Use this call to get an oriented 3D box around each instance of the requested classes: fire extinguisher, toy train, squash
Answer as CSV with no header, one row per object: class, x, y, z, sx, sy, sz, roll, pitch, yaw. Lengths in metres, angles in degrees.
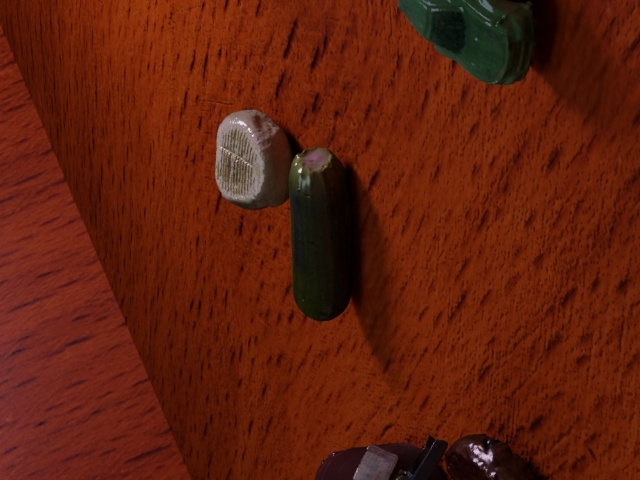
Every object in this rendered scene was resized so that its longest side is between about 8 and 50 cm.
fire extinguisher,0.067,0.253,1.809,0.269,0.104,0.105,144,105,-75
toy train,0.089,-0.171,1.192,0.099,0.081,0.149,94,152,-55
squash,0.000,0.000,1.759,0.229,0.066,0.066,87,157,-47

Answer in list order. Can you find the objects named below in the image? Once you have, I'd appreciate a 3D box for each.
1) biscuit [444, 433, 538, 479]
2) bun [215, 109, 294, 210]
biscuit,0.171,0.258,1.533,0.192,0.049,0.192,54,162,27
bun,-0.064,-0.085,1.862,0.115,0.069,0.115,22,117,50
